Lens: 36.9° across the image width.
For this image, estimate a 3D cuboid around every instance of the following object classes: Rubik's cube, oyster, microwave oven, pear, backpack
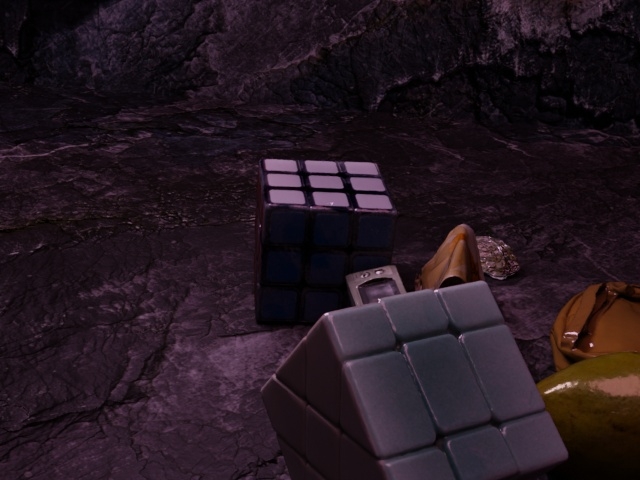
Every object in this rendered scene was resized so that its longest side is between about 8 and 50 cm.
[{"bbox_3d":[0.133,0.287,1.524,0.316,0.319,0.322,-11,65,-29],"label":"Rubik's cube"},{"bbox_3d":[0.432,0.046,2.518,0.177,0.064,0.125,34,51,28],"label":"oyster"},{"bbox_3d":[0.000,0.000,2.247,0.301,0.305,0.304,3,27,-8],"label":"Rubik's cube"},{"bbox_3d":[0.141,0.170,2.052,0.129,0.163,0.205,-14,31,-2],"label":"microwave oven"},{"bbox_3d":[0.521,0.326,1.725,0.307,0.253,0.253,0,26,-4],"label":"pear"},{"bbox_3d":[0.659,0.229,2.008,0.353,0.201,0.378,12,29,16],"label":"backpack"}]

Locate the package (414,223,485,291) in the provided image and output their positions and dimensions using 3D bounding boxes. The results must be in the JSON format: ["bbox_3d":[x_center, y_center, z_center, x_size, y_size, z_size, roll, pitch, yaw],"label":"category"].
[{"bbox_3d":[0.284,0.123,2.205,0.165,0.221,0.311,-10,21,15],"label":"package"}]
